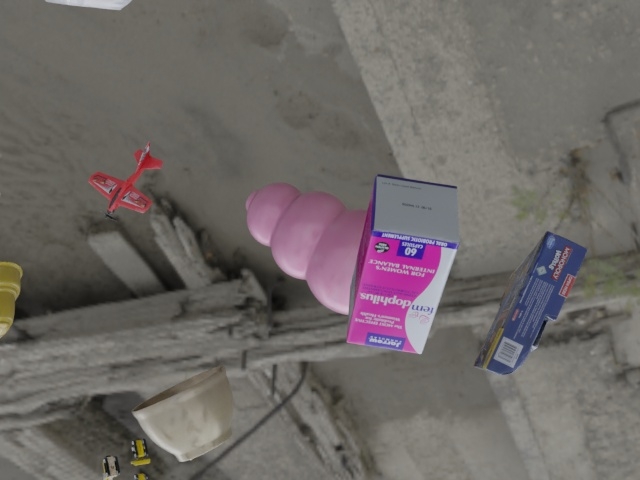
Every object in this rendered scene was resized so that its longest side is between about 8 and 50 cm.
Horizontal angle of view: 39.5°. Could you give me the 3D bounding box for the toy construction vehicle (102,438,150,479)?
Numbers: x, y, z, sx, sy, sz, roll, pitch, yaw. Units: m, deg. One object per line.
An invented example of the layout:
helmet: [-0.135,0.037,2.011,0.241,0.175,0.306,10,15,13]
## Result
toy construction vehicle: [-0.344,0.409,1.580,0.085,0.098,0.035,-4,158,-37]

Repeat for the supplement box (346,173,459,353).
supplement box: [0.106,0.036,1.190,0.111,0.114,0.220,8,135,-1]

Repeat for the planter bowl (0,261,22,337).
planter bowl: [-0.599,0.131,1.531,0.217,0.090,0.217,-29,166,-8]

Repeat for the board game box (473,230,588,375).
board game box: [0.278,0.096,1.209,0.060,0.194,0.194,25,176,7]

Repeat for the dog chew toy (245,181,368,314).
dog chew toy: [0.000,0.000,1.719,0.331,0.207,0.207,31,144,16]

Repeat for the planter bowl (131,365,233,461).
planter bowl: [-0.206,0.285,1.427,0.162,0.109,0.162,-25,180,0]

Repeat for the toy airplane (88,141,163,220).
toy airplane: [-0.328,-0.102,1.528,0.151,0.151,0.028,-16,154,18]

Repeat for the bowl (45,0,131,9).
bowl: [-0.369,-0.392,1.388,0.142,0.142,0.053,-6,109,-41]
